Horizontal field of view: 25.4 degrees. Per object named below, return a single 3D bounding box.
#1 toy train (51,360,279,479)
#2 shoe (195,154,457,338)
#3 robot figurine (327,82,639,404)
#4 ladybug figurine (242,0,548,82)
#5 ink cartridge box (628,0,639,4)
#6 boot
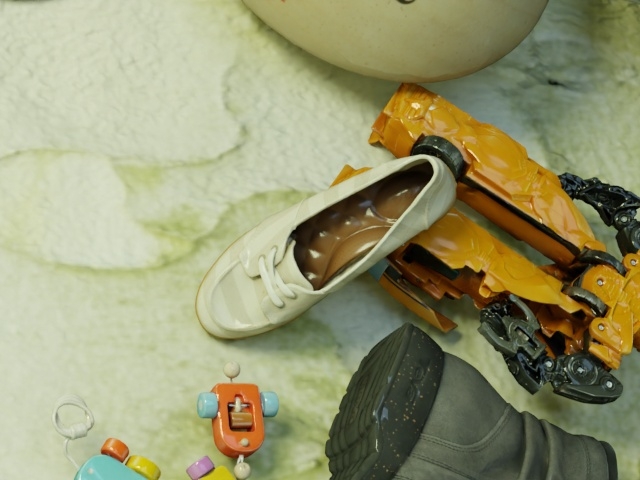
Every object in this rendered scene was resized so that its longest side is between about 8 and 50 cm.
[{"bbox_3d":[-0.106,0.152,0.990,0.166,0.046,0.125,-2,64,-26],"label":"toy train"},{"bbox_3d":[0.000,0.000,1.043,0.219,0.058,0.076,-32,83,2],"label":"shoe"},{"bbox_3d":[0.149,0.006,1.138,0.291,0.085,0.211,35,58,-1],"label":"robot figurine"},{"bbox_3d":[0.030,-0.337,1.178,0.305,0.162,0.449,-25,65,-12],"label":"ladybug figurine"},{"bbox_3d":[0.401,-0.298,1.307,0.275,0.060,0.239,12,64,-16],"label":"ink cartridge box"},{"bbox_3d":[0.087,0.238,0.986,0.223,0.118,0.338,33,63,-10],"label":"boot"}]
